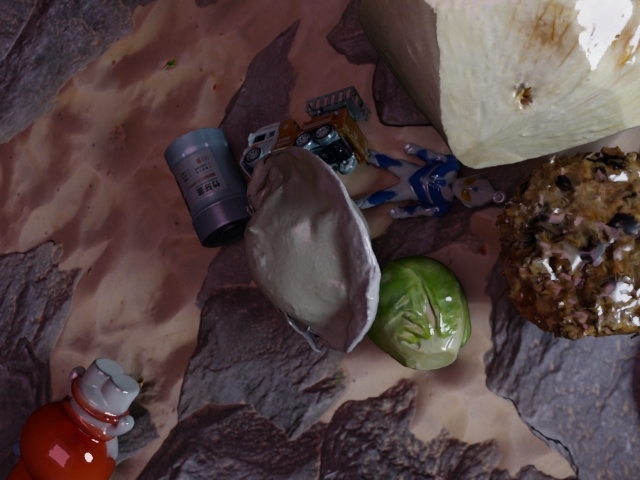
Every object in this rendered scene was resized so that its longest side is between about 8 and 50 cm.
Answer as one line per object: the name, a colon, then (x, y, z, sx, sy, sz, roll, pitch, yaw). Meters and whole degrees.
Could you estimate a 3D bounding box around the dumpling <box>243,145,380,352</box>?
dumpling: (0.005, 0.002, 1.025, 0.205, 0.163, 0.292, -35, 73, 28)

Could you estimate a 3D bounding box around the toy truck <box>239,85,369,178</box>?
toy truck: (-0.022, -0.145, 1.106, 0.178, 0.080, 0.115, -14, 47, 26)

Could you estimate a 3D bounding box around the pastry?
pastry: (0.342, 0.012, 0.940, 0.275, 0.193, 0.274, -3, 60, 6)

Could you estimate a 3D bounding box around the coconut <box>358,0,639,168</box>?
coconut: (0.248, -0.276, 0.905, 0.416, 0.345, 0.415, -3, 79, 17)

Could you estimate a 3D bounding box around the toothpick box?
toothpick box: (-0.160, -0.078, 1.141, 0.101, 0.101, 0.153, -29, 75, 13)

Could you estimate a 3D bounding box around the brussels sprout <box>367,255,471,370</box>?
brussels sprout: (0.126, 0.095, 1.022, 0.155, 0.117, 0.155, -11, 60, 21)

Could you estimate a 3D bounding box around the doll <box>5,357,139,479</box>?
doll: (-0.382, 0.314, 1.155, 0.161, 0.130, 0.290, 38, 101, 18)

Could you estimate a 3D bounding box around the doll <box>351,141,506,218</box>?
doll: (0.147, -0.082, 1.067, 0.228, 0.057, 0.113, 8, 81, 23)
